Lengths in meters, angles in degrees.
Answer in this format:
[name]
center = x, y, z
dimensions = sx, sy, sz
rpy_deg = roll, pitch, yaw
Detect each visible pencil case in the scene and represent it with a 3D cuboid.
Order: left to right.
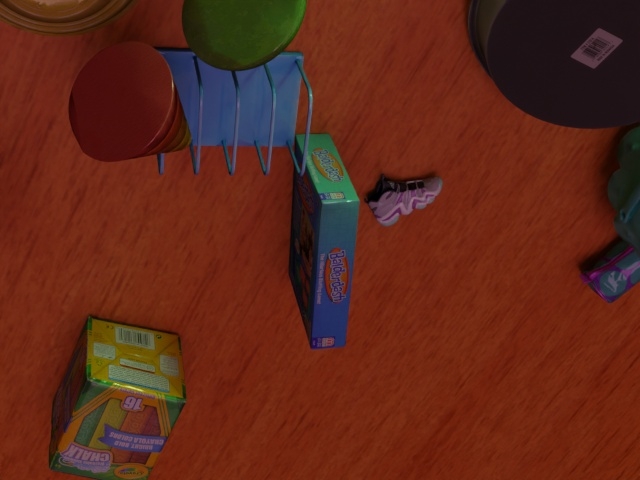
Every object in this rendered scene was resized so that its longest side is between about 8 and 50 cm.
[pencil case]
center = 0.435, 0.019, 1.365
dimensions = 0.152, 0.064, 0.070
rpy_deg = -44, 138, 16

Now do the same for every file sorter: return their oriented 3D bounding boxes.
[file sorter]
center = -0.101, -0.139, 1.107
dimensions = 0.170, 0.104, 0.118
rpy_deg = 0, 123, -13

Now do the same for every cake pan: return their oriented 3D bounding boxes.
[cake pan]
center = 0.311, -0.231, 1.101
dimensions = 0.293, 0.054, 0.293
rpy_deg = 5, 143, 4

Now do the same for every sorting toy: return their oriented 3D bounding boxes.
[sorting toy]
center = -0.071, -0.191, 0.966
dimensions = 0.365, 0.127, 0.126
rpy_deg = -36, 155, 11

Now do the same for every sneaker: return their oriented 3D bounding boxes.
[sneaker]
center = 0.101, -0.065, 1.245
dimensions = 0.098, 0.038, 0.069
rpy_deg = -34, 125, 10

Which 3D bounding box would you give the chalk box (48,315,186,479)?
[chalk box]
center = -0.277, 0.230, 1.302
dimensions = 0.132, 0.132, 0.213
rpy_deg = 15, 119, -22

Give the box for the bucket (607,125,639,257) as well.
[bucket]
center = 0.518, -0.064, 1.211
dimensions = 0.281, 0.183, 0.281
rpy_deg = -3, 105, -11

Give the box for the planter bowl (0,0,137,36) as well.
[planter bowl]
center = -0.266, -0.287, 0.975
dimensions = 0.217, 0.090, 0.217
rpy_deg = -6, 125, -9

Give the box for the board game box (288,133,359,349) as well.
[board game box]
center = 0.000, 0.000, 1.192
dimensions = 0.047, 0.160, 0.210
rpy_deg = -4, 125, -11
